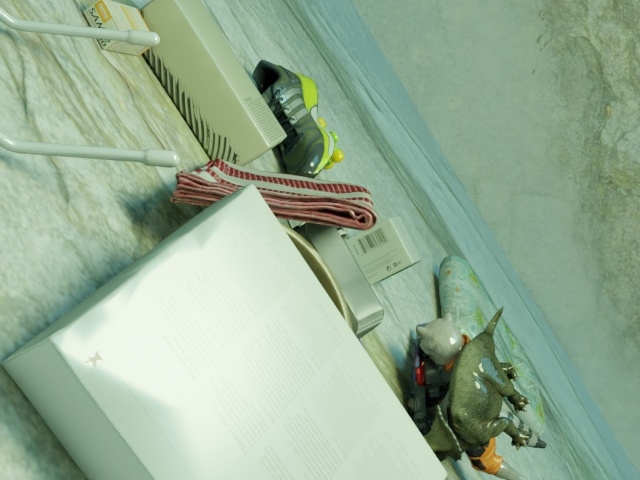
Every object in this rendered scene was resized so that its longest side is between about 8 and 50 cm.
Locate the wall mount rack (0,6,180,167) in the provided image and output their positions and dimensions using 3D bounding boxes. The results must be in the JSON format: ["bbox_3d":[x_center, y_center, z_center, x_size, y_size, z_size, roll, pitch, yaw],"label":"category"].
[{"bbox_3d":[-0.298,-0.196,0.888,0.304,0.131,0.350,39,28,-47],"label":"wall mount rack"}]

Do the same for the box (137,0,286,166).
[{"bbox_3d":[-0.171,-0.241,1.340,0.275,0.094,0.113,57,18,-6],"label":"box"}]

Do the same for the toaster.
[{"bbox_3d":[-0.029,0.082,1.108,0.185,0.168,0.110,60,21,6],"label":"toaster"}]

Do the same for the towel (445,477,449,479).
[{"bbox_3d":[0.151,0.414,1.153,0.271,0.040,0.370,40,21,-4],"label":"towel"}]

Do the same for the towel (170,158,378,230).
[{"bbox_3d":[-0.047,-0.067,1.149,0.329,0.237,0.037,-80,179,-81],"label":"towel"}]

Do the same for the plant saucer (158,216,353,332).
[{"bbox_3d":[-0.082,0.104,0.947,0.278,0.041,0.277,12,69,-34],"label":"plant saucer"}]

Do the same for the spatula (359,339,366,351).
[{"bbox_3d":[0.011,0.133,1.337,0.296,0.030,0.084,44,26,-40],"label":"spatula"}]

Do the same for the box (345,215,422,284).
[{"bbox_3d":[0.122,0.019,1.688,0.101,0.101,0.087,63,18,5],"label":"box"}]

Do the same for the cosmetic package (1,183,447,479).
[{"bbox_3d":[-0.065,0.175,0.829,0.377,0.097,0.284,57,40,-9],"label":"cosmetic package"}]

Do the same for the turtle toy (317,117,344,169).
[{"bbox_3d":[-0.005,-0.178,1.674,0.095,0.066,0.130,59,-24,-2],"label":"turtle toy"}]

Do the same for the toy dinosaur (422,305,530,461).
[{"bbox_3d":[0.253,0.239,1.392,0.160,0.121,0.313,35,73,-36],"label":"toy dinosaur"}]

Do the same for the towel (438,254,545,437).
[{"bbox_3d":[0.397,0.248,2.070,0.374,0.090,0.320,52,19,-21],"label":"towel"}]

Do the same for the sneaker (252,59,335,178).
[{"bbox_3d":[-0.064,-0.212,1.592,0.121,0.111,0.299,26,32,-36],"label":"sneaker"}]

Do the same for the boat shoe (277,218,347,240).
[{"bbox_3d":[0.000,0.000,1.421,0.096,0.088,0.267,17,46,-63],"label":"boat shoe"}]

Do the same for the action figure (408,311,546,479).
[{"bbox_3d":[0.263,0.260,1.588,0.330,0.179,0.341,61,17,-25],"label":"action figure"}]

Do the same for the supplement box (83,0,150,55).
[{"bbox_3d":[-0.279,-0.297,1.233,0.062,0.036,0.098,61,18,4],"label":"supplement box"}]
